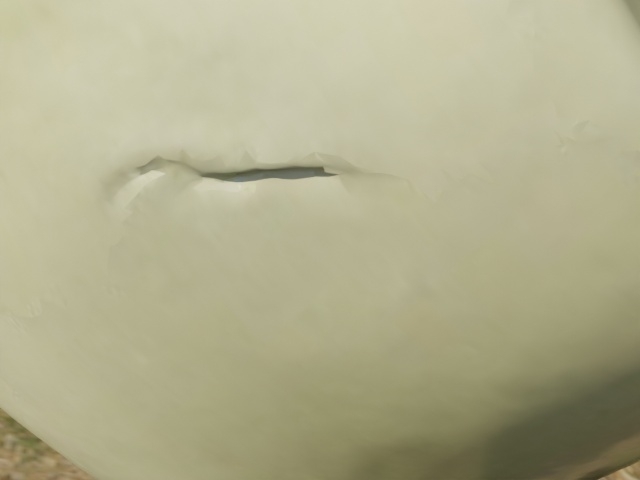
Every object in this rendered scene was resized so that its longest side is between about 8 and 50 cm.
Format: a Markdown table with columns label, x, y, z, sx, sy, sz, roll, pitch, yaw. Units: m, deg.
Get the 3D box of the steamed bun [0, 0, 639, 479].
| label | x | y | z | sx | sy | sz | roll | pitch | yaw |
| --- | --- | --- | --- | --- | --- | --- | --- | --- | --- |
| steamed bun | -0.010 | -0.130 | 0.609 | 0.371 | 0.290 | 0.455 | -37 | 74 | 47 |
